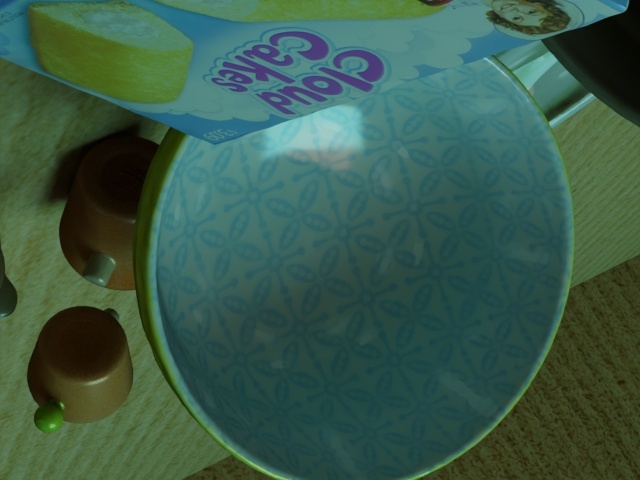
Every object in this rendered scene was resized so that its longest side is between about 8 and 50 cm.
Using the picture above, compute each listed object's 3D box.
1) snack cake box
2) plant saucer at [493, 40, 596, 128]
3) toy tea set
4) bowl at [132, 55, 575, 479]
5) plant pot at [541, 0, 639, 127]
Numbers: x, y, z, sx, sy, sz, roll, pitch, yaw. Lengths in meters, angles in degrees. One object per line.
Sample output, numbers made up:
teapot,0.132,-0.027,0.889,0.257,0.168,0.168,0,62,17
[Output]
snack cake box,-0.023,-0.121,0.590,0.152,0.089,0.264,22,161,-31
plant saucer,0.125,-0.158,1.192,0.400,0.100,0.400,-29,165,-8
toy tea set,-0.195,0.061,1.097,0.336,0.200,0.124,-25,157,-23
bowl,0.000,0.000,0.991,0.289,0.289,0.156,-25,-161,-20
plant pot,0.297,-0.246,0.908,0.280,0.323,0.323,-40,174,-35
